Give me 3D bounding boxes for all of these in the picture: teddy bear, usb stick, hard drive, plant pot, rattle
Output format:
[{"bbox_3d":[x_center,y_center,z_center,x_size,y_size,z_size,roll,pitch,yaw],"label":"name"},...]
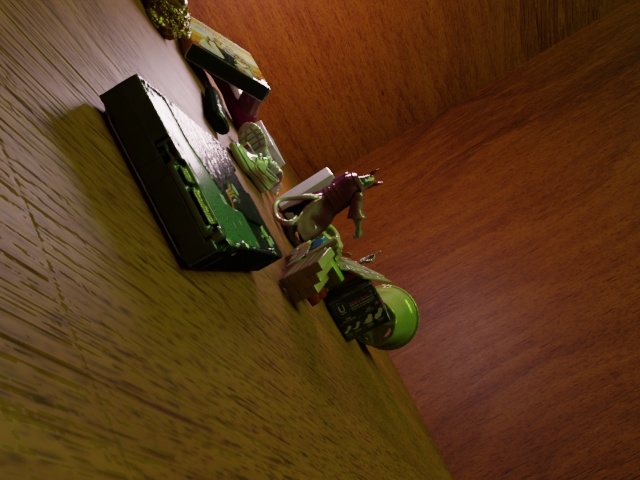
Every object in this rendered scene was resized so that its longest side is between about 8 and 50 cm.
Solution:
[{"bbox_3d":[-0.468,-0.731,1.417,0.338,0.113,0.245,62,6,31],"label":"teddy bear"},{"bbox_3d":[-0.302,-0.380,1.446,0.077,0.045,0.278,57,4,-34],"label":"usb stick"},{"bbox_3d":[-0.163,-0.069,0.728,0.237,0.064,0.339,60,3,6],"label":"hard drive"},{"bbox_3d":[0.237,0.315,1.991,0.276,0.276,0.254,61,15,14],"label":"plant pot"},{"bbox_3d":[0.010,0.020,1.802,0.200,0.142,0.130,56,9,23],"label":"rattle"}]

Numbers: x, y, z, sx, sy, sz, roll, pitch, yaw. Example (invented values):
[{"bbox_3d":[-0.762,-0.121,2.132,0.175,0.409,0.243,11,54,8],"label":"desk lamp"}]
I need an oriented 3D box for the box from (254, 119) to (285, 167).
[{"bbox_3d":[-0.234,-0.385,2.066,0.171,0.091,0.130,63,5,35],"label":"box"}]

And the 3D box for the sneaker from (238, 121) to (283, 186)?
[{"bbox_3d":[-0.215,-0.295,1.710,0.237,0.095,0.104,64,-5,-28],"label":"sneaker"}]

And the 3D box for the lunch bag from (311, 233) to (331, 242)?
[{"bbox_3d":[0.000,0.000,1.968,0.096,0.128,0.151,62,3,30],"label":"lunch bag"}]

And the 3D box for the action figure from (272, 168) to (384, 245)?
[{"bbox_3d":[0.033,-0.147,1.665,0.276,0.370,0.248,51,7,-51],"label":"action figure"}]

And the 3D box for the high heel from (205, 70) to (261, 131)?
[{"bbox_3d":[-0.383,-0.581,1.935,0.377,0.181,0.127,46,31,22],"label":"high heel"}]

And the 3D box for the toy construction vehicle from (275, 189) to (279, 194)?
[{"bbox_3d":[-0.182,-0.221,1.930,0.086,0.035,0.098,61,4,16],"label":"toy construction vehicle"}]

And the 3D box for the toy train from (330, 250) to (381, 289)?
[{"bbox_3d":[0.149,0.152,1.943,0.144,0.247,0.105,68,21,3],"label":"toy train"}]

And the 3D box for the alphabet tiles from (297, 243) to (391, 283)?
[{"bbox_3d":[0.083,0.080,1.723,0.285,0.011,0.342,25,5,32],"label":"alphabet tiles"}]

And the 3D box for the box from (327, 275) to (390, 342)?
[{"bbox_3d":[0.123,0.214,1.681,0.142,0.163,0.247,62,3,-5],"label":"box"}]

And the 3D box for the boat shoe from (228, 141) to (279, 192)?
[{"bbox_3d":[-0.195,-0.231,1.492,0.083,0.075,0.226,62,4,29],"label":"boat shoe"}]

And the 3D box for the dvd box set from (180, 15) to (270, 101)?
[{"bbox_3d":[-0.357,-0.669,1.806,0.307,0.062,0.420,24,25,-32],"label":"dvd box set"}]

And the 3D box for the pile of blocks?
[{"bbox_3d":[-0.001,0.072,1.194,0.113,0.148,0.362,59,3,-9],"label":"pile of blocks"}]

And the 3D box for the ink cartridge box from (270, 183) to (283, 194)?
[{"bbox_3d":[-0.178,-0.217,1.848,0.083,0.048,0.028,59,3,-34],"label":"ink cartridge box"}]

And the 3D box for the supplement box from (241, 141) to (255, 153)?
[{"bbox_3d":[-0.228,-0.268,1.596,0.083,0.043,0.055,59,3,-8],"label":"supplement box"}]

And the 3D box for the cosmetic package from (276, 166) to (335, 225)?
[{"bbox_3d":[-0.037,-0.158,1.864,0.117,0.231,0.085,58,1,-34],"label":"cosmetic package"}]
